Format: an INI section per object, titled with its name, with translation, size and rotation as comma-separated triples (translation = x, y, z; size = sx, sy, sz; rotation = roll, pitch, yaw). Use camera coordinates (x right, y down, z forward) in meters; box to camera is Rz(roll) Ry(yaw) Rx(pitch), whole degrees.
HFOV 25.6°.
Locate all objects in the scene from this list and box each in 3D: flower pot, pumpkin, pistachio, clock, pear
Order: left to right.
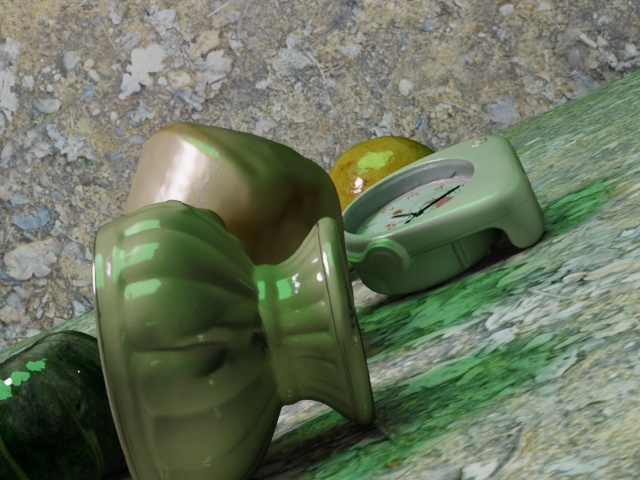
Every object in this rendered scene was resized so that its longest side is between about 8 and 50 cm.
[pumpkin]
translation = -0.359, 0.227, 1.726
size = 0.300, 0.207, 0.300
rotation = -34, 3, 2
[pistachio]
translation = -0.112, 0.023, 1.826
size = 0.281, 0.365, 0.445
rotation = -35, -18, -18
[flower pot]
translation = -0.081, 0.100, 1.417
size = 0.244, 0.308, 0.307
rotation = -9, 7, 0
[pear]
translation = 0.116, -0.069, 2.245
size = 0.208, 0.209, 0.209
rotation = -25, 7, 3
[clock]
translation = 0.150, -0.025, 2.029
size = 0.324, 0.109, 0.265
rotation = -23, 22, 10
